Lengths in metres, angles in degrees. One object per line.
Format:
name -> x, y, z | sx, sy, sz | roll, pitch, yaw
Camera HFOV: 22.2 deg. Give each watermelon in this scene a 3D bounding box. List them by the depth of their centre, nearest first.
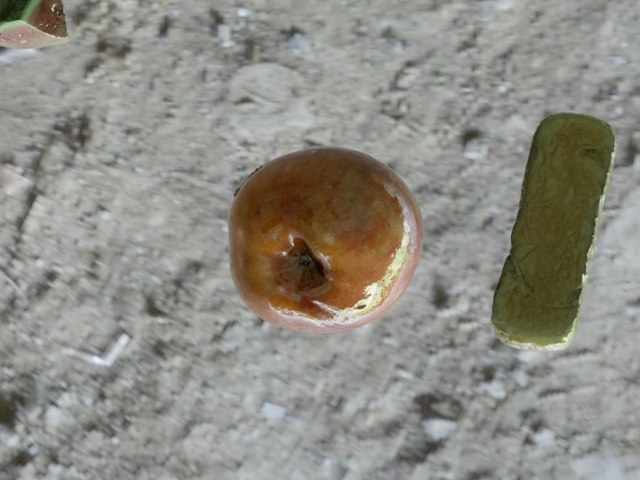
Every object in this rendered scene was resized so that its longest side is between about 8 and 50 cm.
watermelon -> -0.266, -0.215, 1.523 | 0.092, 0.084, 0.072 | -62, 140, -31

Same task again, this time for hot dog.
hot dog -> 0.220, -0.004, 1.542 | 0.084, 0.073, 0.242 | 12, 68, 8

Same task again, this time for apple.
apple -> 0.000, 0.000, 1.713 | 0.209, 0.209, 0.164 | 66, 29, -16
